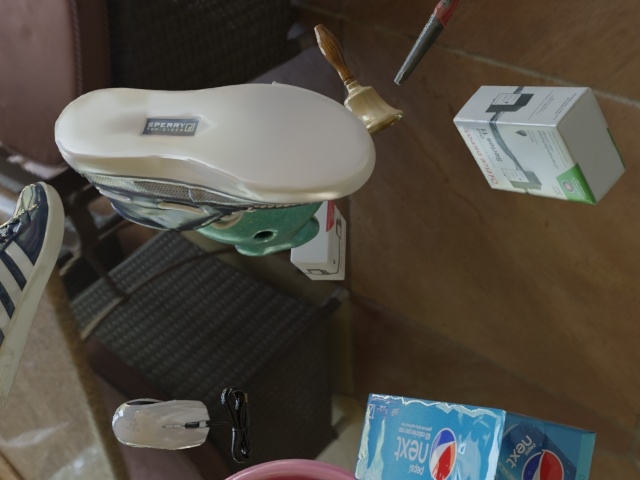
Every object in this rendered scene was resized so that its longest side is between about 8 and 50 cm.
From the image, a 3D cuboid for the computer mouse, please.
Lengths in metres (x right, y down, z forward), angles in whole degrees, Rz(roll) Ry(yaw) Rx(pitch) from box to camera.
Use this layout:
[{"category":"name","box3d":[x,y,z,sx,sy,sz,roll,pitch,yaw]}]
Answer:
[{"category":"computer mouse","box3d":[-0.192,0.259,1.180,0.042,0.193,0.105,167,103,-82]}]

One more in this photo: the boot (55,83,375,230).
[{"category":"boot","box3d":[-0.053,-0.041,0.490,0.190,0.069,0.086,10,154,21]}]

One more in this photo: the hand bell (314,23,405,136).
[{"category":"hand bell","box3d":[0.057,-0.326,1.693,0.126,0.126,0.242,-32,85,54]}]

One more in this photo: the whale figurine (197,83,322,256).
[{"category":"whale figurine","box3d":[-0.062,-0.040,0.891,0.272,0.216,0.141,77,179,-61]}]

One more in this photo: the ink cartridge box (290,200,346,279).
[{"category":"ink cartridge box","box3d":[0.000,0.000,1.411,0.063,0.109,0.150,0,167,12]}]

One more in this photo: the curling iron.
[{"category":"curling iron","box3d":[0.210,-0.367,1.398,0.274,0.068,0.035,-53,48,21]}]

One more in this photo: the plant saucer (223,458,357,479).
[{"category":"plant saucer","box3d":[-0.028,0.412,0.922,0.332,0.332,0.084,27,165,27]}]

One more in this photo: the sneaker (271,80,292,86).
[{"category":"sneaker","box3d":[-0.013,-0.108,1.173,0.153,0.234,0.094,13,138,-11]}]

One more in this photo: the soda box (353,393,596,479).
[{"category":"soda box","box3d":[0.097,0.153,0.597,0.067,0.071,0.210,16,168,-16]}]

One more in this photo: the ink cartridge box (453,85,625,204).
[{"category":"ink cartridge box","box3d":[0.319,-0.145,1.251,0.208,0.087,0.153,16,148,55]}]

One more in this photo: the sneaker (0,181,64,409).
[{"category":"sneaker","box3d":[-0.451,0.056,1.118,0.148,0.349,0.131,26,145,-30]}]
